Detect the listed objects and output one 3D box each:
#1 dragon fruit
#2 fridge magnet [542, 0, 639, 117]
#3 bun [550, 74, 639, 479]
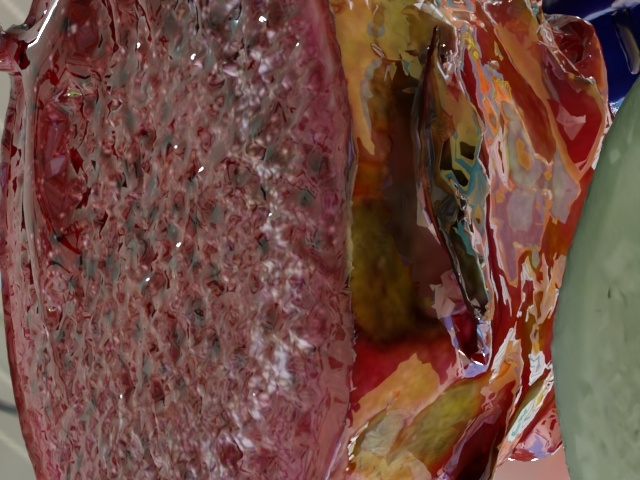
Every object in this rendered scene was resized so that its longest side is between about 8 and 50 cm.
[{"bbox_3d":[0.000,0.000,0.867,0.249,0.371,0.386,0,-52,-30],"label":"dragon fruit"},{"bbox_3d":[0.211,-0.126,1.005,0.265,0.265,0.113,-14,-97,-43],"label":"fridge magnet"},{"bbox_3d":[0.212,0.049,0.577,0.187,0.293,0.293,-9,-73,-26],"label":"bun"}]
